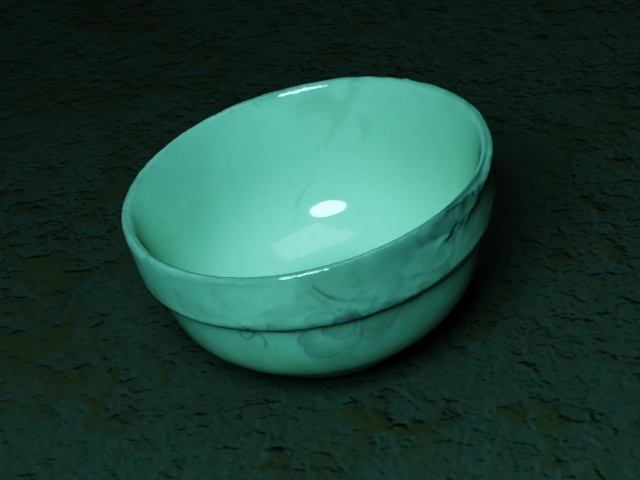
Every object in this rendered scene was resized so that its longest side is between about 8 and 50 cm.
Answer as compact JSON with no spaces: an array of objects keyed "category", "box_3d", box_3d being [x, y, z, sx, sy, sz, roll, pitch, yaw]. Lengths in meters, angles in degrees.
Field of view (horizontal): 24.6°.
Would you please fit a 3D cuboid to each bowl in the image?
[{"category":"bowl","box_3d":[0.000,0.000,1.218,0.307,0.163,0.307,-8,35,6]}]
